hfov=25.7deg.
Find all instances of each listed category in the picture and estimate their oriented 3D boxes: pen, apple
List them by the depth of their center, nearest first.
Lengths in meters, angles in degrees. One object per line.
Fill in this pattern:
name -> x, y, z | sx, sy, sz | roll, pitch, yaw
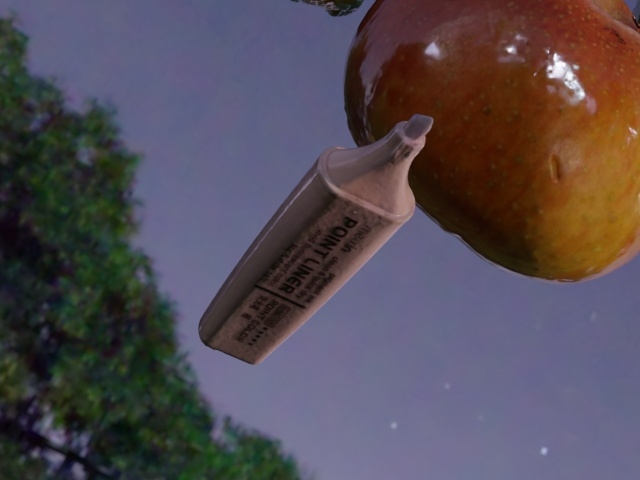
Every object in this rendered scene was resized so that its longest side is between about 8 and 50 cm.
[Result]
pen -> 0.000, 0.000, 0.692 | 0.053, 0.032, 0.197 | 25, -46, -16
apple -> 0.126, -0.085, 0.858 | 0.235, 0.173, 0.210 | 45, 18, 29

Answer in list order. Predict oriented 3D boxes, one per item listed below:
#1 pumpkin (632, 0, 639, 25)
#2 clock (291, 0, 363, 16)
pumpkin -> 0.362, -0.114, 1.062 | 0.257, 0.327, 0.291 | -41, -53, 22
clock -> -0.024, -0.250, 1.145 | 0.144, 0.103, 0.231 | 26, 13, -9
